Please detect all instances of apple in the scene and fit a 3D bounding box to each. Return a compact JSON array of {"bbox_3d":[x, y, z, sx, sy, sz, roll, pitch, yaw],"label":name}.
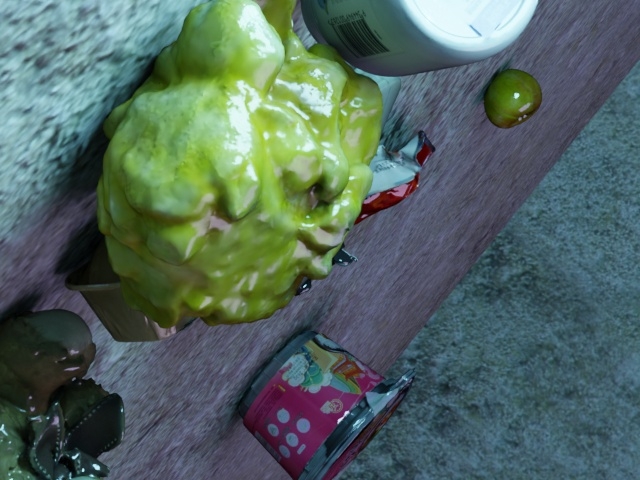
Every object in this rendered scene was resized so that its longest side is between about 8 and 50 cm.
[{"bbox_3d":[0.277,-0.205,2.281,0.089,0.074,0.089,-45,168,-12],"label":"apple"}]

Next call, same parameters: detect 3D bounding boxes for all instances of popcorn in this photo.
[{"bbox_3d":[-0.071,-0.065,1.180,0.233,0.192,0.266,-18,126,-41],"label":"popcorn"}]

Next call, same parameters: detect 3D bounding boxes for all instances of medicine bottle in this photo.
[{"bbox_3d":[0.064,-0.194,1.201,0.135,0.135,0.215,-47,-163,-14],"label":"medicine bottle"}]

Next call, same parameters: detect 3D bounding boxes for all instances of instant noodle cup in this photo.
[{"bbox_3d":[-0.008,0.257,2.416,0.302,0.181,0.258,-52,169,13],"label":"instant noodle cup"}]

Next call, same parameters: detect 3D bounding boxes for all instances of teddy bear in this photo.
[{"bbox_3d":[-0.232,0.221,1.258,0.267,0.256,0.156,-41,170,-36],"label":"teddy bear"}]

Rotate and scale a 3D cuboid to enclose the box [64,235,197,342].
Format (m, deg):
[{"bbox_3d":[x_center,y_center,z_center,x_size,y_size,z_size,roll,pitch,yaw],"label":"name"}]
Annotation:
[{"bbox_3d":[-0.134,0.014,1.344,0.177,0.111,0.111,-38,164,-48],"label":"box"}]

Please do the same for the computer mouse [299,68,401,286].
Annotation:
[{"bbox_3d":[-0.013,-0.039,1.664,0.331,0.095,0.197,-55,172,26],"label":"computer mouse"}]

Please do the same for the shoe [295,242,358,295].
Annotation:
[{"bbox_3d":[0.000,0.000,1.814,0.169,0.099,0.071,-54,166,17],"label":"shoe"}]

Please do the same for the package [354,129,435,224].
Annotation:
[{"bbox_3d":[0.078,-0.066,1.989,0.194,0.071,0.269,-34,171,-6],"label":"package"}]
